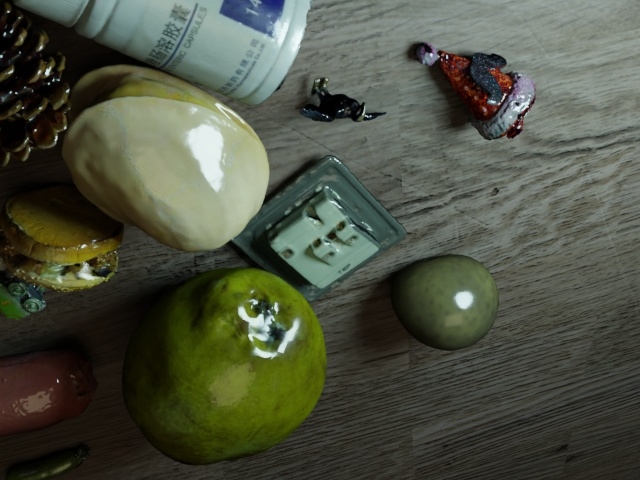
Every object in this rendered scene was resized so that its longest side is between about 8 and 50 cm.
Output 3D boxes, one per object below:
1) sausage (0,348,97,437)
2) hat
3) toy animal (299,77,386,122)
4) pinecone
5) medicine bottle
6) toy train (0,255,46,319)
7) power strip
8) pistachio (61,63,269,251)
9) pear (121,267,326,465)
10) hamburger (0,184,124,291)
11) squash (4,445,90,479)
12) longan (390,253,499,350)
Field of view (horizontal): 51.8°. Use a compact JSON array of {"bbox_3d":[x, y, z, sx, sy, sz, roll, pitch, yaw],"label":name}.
[{"bbox_3d":[-0.560,0.282,1.214,0.279,0.152,0.152,-9,129,-11],"label":"sausage"},{"bbox_3d":[0.257,-0.269,1.101,0.227,0.129,0.140,31,72,-17],"label":"hat"},{"bbox_3d":[0.026,-0.213,1.054,0.220,0.108,0.062,-16,137,-53],"label":"toy animal"},{"bbox_3d":[-0.410,-0.209,0.811,0.185,0.169,0.212,-4,127,21],"label":"pinecone"},{"bbox_3d":[-0.198,-0.318,0.838,0.332,0.190,0.190,18,119,-29],"label":"medicine bottle"},{"bbox_3d":[-0.538,0.052,1.100,0.081,0.060,0.202,-20,129,5],"label":"toy train"},{"bbox_3d":[0.001,0.002,1.220,0.257,0.092,0.251,-37,132,16],"label":"power strip"},{"bbox_3d":[-0.217,-0.113,0.961,0.238,0.229,0.321,-41,132,22],"label":"pistachio"},{"bbox_3d":[-0.171,0.221,1.180,0.352,0.352,0.413,10,130,-25],"label":"pear"},{"bbox_3d":[-0.408,-0.002,1.020,0.191,0.182,0.118,-2,124,-38],"label":"hamburger"},{"bbox_3d":[-0.594,0.496,1.437,0.183,0.052,0.052,-17,130,-9],"label":"squash"},{"bbox_3d":[0.253,0.125,1.336,0.220,0.196,0.197,-1,127,-14],"label":"longan"}]
